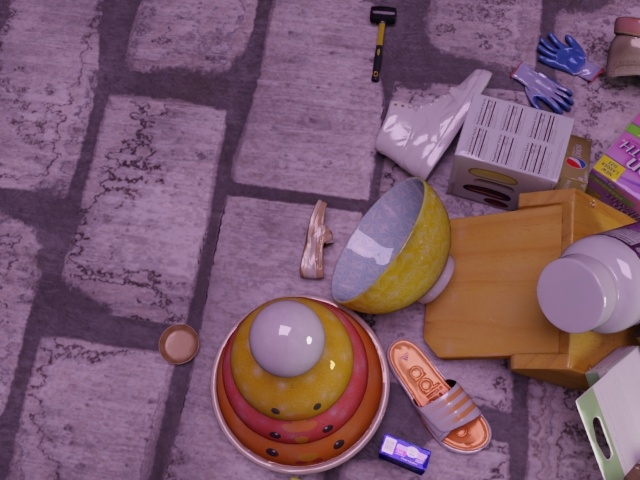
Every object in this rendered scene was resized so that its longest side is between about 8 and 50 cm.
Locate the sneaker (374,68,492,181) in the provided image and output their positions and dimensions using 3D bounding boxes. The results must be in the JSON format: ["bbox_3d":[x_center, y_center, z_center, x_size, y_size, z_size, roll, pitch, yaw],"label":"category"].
[{"bbox_3d":[0.236,-0.285,1.736,0.169,0.108,0.292,33,77,11],"label":"sneaker"}]

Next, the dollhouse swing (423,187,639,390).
[{"bbox_3d":[0.428,0.114,1.606,0.315,0.305,0.347,20,67,-33],"label":"dollhouse swing"}]

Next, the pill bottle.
[{"bbox_3d":[0.511,0.065,1.379,0.301,0.169,0.169,-13,65,-39],"label":"pill bottle"}]

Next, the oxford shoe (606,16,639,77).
[{"bbox_3d":[0.812,-0.368,1.736,0.397,0.140,0.146,16,103,4],"label":"oxford shoe"}]

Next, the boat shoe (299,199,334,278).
[{"bbox_3d":[0.000,0.000,1.678,0.059,0.063,0.170,10,81,5],"label":"boat shoe"}]

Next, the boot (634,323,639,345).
[{"bbox_3d":[0.699,0.239,1.509,0.236,0.089,0.269,-37,96,-43],"label":"boot"}]

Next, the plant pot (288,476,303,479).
[{"bbox_3d":[0.000,0.568,1.395,0.227,0.207,0.228,27,74,12],"label":"plant pot"}]

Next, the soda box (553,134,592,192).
[{"bbox_3d":[0.516,-0.148,1.646,0.058,0.061,0.181,16,39,9],"label":"soda box"}]

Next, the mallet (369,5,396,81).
[{"bbox_3d":[0.127,-0.454,1.844,0.062,0.039,0.189,13,76,7],"label":"mallet"}]

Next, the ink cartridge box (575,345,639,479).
[{"bbox_3d":[0.508,0.305,1.392,0.235,0.056,0.171,-23,93,-38],"label":"ink cartridge box"}]

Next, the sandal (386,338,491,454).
[{"bbox_3d":[0.219,0.298,1.545,0.102,0.076,0.265,-38,72,-9],"label":"sandal"}]

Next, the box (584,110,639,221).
[{"bbox_3d":[0.701,-0.148,1.649,0.213,0.117,0.243,40,78,16],"label":"box"}]

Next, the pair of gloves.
[{"bbox_3d":[0.524,-0.372,1.792,0.159,0.023,0.198,40,77,16],"label":"pair of gloves"}]

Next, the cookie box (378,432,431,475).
[{"bbox_3d":[0.155,0.399,1.497,0.092,0.107,0.040,20,72,10],"label":"cookie box"}]

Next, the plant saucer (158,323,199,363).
[{"bbox_3d":[-0.288,0.213,1.643,0.083,0.015,0.083,-1,71,3],"label":"plant saucer"}]

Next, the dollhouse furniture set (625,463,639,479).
[{"bbox_3d":[0.537,0.443,1.405,0.161,0.212,0.242,41,105,15],"label":"dollhouse furniture set"}]

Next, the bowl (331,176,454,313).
[{"bbox_3d":[0.167,0.036,1.568,0.156,0.289,0.289,34,74,-16],"label":"bowl"}]

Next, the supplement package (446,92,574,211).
[{"bbox_3d":[0.381,-0.168,1.637,0.203,0.194,0.149,17,72,10],"label":"supplement package"}]

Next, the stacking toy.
[{"bbox_3d":[-0.055,0.209,1.382,0.350,0.480,0.350,-1,70,4],"label":"stacking toy"}]
